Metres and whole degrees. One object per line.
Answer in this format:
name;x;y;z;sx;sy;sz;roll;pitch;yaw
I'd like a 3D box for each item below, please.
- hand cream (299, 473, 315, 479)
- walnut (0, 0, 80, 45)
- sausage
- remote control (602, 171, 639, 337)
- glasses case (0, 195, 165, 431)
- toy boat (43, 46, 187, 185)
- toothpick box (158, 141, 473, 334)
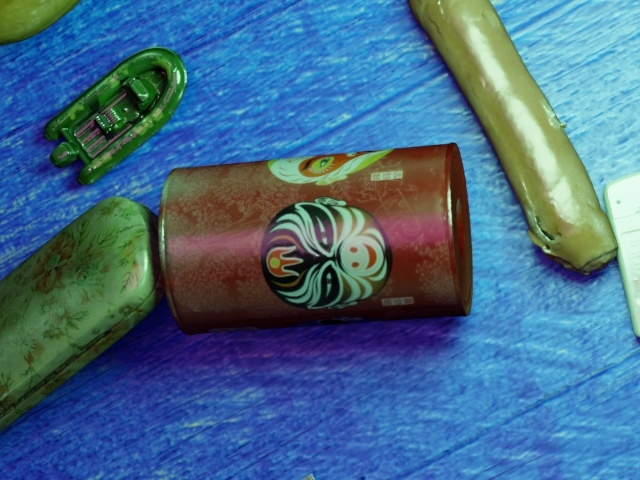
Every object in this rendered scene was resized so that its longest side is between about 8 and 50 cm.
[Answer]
hand cream;0.008;0.384;1.790;0.067;0.043;0.209;-30;73;7
walnut;-0.364;-0.363;1.881;0.298;0.203;0.203;-24;79;7
sausage;0.224;-0.148;1.778;0.094;0.094;0.419;-21;78;-24
remote control;0.387;0.013;1.756;0.087;0.029;0.190;-14;81;10
glasses case;-0.347;0.109;1.819;0.425;0.098;0.156;-38;52;20
toy boat;-0.253;-0.161;1.900;0.210;0.052;0.104;-38;75;6
toothpick box;0.000;0.000;1.752;0.333;0.204;0.204;-4;83;12
